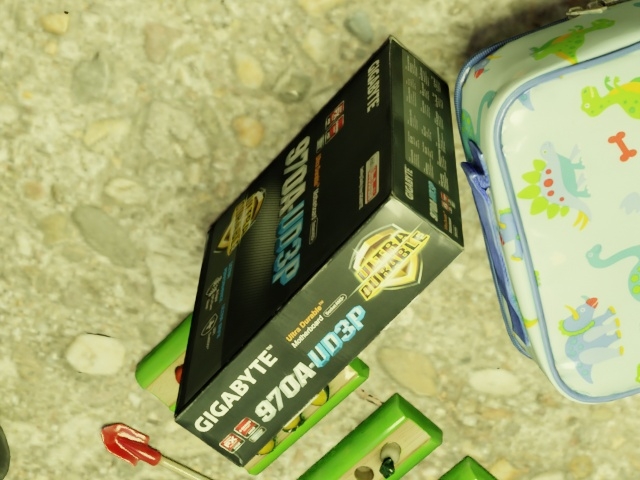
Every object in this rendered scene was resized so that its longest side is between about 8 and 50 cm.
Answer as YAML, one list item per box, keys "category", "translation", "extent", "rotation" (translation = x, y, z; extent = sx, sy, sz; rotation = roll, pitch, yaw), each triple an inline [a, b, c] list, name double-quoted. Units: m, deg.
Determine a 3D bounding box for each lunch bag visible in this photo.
- category: "lunch bag"
  translation: [0.173, -0.025, 0.947]
  extent: [0.176, 0.090, 0.219]
  rotation: [-21, 116, -7]

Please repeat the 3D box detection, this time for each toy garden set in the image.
- category: "toy garden set"
  translation: [-0.029, 0.166, 1.098]
  extent: [0.244, 0.049, 0.204]
  rotation: [41, 112, -14]

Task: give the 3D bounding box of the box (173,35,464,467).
- category: "box"
  translation: [0.000, 0.000, 0.920]
  extent: [0.051, 0.220, 0.175]
  rotation: [38, 113, -16]

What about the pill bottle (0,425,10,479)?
- category: "pill bottle"
  translation: [-0.307, 0.188, 1.091]
  extent: [0.123, 0.123, 0.219]
  rotation: [41, 112, -15]
